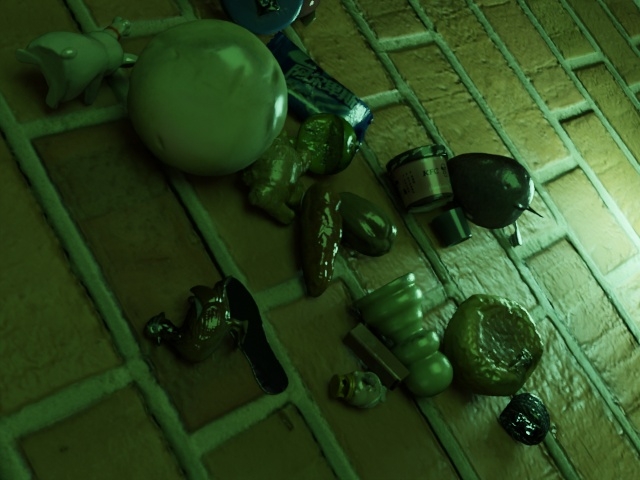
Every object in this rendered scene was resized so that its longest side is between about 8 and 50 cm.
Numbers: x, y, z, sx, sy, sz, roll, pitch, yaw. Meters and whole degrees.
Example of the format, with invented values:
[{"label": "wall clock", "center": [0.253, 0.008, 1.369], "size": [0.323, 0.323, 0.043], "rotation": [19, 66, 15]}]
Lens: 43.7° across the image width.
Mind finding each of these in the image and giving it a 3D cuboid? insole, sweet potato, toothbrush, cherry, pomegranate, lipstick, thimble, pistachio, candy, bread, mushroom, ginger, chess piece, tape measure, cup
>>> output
[{"label": "insole", "center": [-0.136, 0.184, 1.553], "size": [0.086, 0.005, 0.253], "rotation": [-15, 71, -38]}, {"label": "sweet potato", "center": [0.000, 0.000, 1.698], "size": [0.097, 0.097, 0.251], "rotation": [12, 70, -28]}, {"label": "toothbrush", "center": [0.508, -0.103, 2.155], "size": [0.024, 0.026, 0.287], "rotation": [29, 46, -39]}, {"label": "cherry", "center": [0.425, -0.124, 1.988], "size": [0.266, 0.213, 0.183], "rotation": [32, 74, 4]}, {"label": "pomegranate", "center": [0.002, -0.220, 1.828], "size": [0.122, 0.169, 0.143], "rotation": [-40, 124, -67]}, {"label": "lipstick", "center": [0.114, 0.238, 1.639], "size": [0.145, 0.045, 0.045], "rotation": [44, 47, 16]}, {"label": "thimble", "center": [0.457, 0.393, 1.760], "size": [0.104, 0.095, 0.066], "rotation": [40, 44, 13]}, {"label": "pistachio", "center": [0.092, -0.041, 1.783], "size": [0.185, 0.108, 0.126], "rotation": [41, 23, 4]}, {"label": "candy", "center": [-0.017, -0.353, 1.923], "size": [0.331, 0.077, 0.187], "rotation": [38, 50, -12]}, {"label": "bread", "center": [0.376, 0.240, 1.779], "size": [0.245, 0.134, 0.244], "rotation": [15, 58, -26]}, {"label": "mushroom", "center": [-0.245, -0.304, 1.593], "size": [0.356, 0.315, 0.315], "rotation": [47, 47, 13]}, {"label": "ginger", "center": [-0.093, -0.150, 1.721], "size": [0.157, 0.102, 0.216], "rotation": [23, 62, -27]}, {"label": "chess piece", "center": [0.188, 0.208, 1.673], "size": [0.144, 0.144, 0.251], "rotation": [-21, 80, -40]}, {"label": "tape measure", "center": [-0.207, -0.578, 1.893], "size": [0.352, 0.098, 0.215], "rotation": [-22, 111, -7]}, {"label": "cup", "center": [0.328, -0.030, 1.961], "size": [0.077, 0.078, 0.100], "rotation": [66, 19, 10]}]

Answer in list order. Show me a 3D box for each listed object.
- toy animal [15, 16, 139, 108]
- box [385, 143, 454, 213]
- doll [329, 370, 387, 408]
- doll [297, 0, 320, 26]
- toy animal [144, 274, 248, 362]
[{"label": "toy animal", "center": [-0.466, -0.360, 1.601], "size": [0.140, 0.138, 0.282], "rotation": [54, 24, -5]}, {"label": "box", "center": [0.247, -0.142, 1.926], "size": [0.151, 0.151, 0.135], "rotation": [-6, 75, -36]}, {"label": "doll", "center": [0.088, 0.290, 1.583], "size": [0.127, 0.084, 0.073], "rotation": [12, 48, -25]}, {"label": "doll", "center": [-0.047, -0.692, 2.062], "size": [0.196, 0.152, 0.255], "rotation": [39, 61, -18]}, {"label": "toy animal", "center": [-0.223, 0.136, 1.478], "size": [0.179, 0.089, 0.188], "rotation": [16, 58, -10]}]
